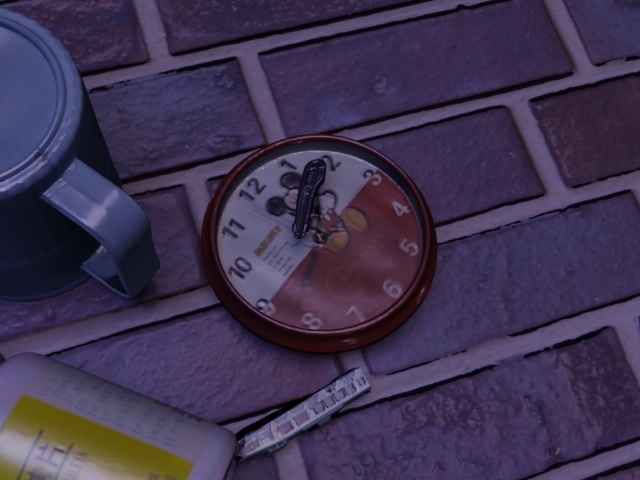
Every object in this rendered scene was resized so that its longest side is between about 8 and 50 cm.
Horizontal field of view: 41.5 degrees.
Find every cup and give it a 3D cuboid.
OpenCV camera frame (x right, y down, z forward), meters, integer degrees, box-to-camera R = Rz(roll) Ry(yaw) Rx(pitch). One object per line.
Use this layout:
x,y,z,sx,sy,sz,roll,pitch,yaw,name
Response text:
-0.366,-0.065,0.995,0.256,0.311,0.331,-23,74,-13,cup

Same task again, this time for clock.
0.000,0.000,1.135,0.318,0.080,0.319,1,66,-2,clock

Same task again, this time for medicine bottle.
-0.293,0.250,0.940,0.378,0.213,0.214,21,69,2,medicine bottle

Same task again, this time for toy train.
-0.032,0.226,1.065,0.207,0.043,0.047,-28,74,-15,toy train

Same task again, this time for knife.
-0.016,-0.054,1.106,0.031,0.018,0.121,10,67,4,knife
